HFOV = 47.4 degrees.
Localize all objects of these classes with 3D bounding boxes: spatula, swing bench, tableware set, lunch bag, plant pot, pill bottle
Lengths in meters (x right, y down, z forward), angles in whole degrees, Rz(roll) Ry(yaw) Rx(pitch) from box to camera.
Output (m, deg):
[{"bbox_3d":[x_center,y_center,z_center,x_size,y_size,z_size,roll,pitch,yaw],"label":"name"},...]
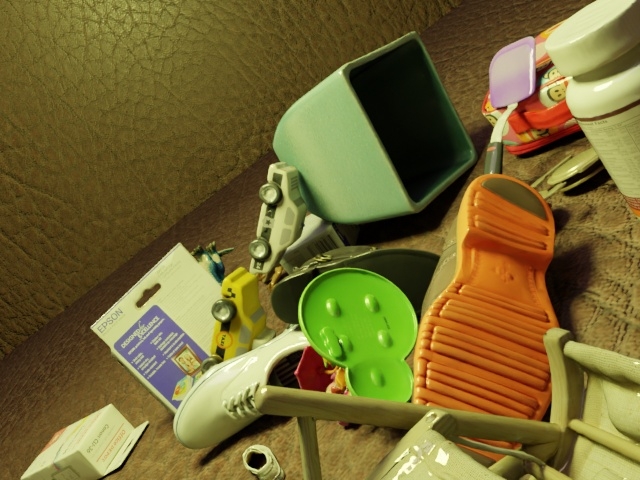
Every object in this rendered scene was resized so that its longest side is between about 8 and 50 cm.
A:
[{"bbox_3d":[0.256,-0.152,1.032,0.084,0.030,0.296,-12,56,51],"label":"spatula"},{"bbox_3d":[0.122,0.167,0.405,0.255,0.165,0.253,-8,6,-18],"label":"swing bench"},{"bbox_3d":[0.295,-0.055,0.920,0.194,0.039,0.128,-36,3,-14],"label":"tableware set"},{"bbox_3d":[0.392,-0.247,1.087,0.293,0.120,0.258,-21,24,44],"label":"lunch bag"},{"bbox_3d":[0.068,-0.165,1.245,0.252,0.247,0.247,-20,12,43],"label":"plant pot"},{"bbox_3d":[0.323,-0.130,0.726,0.121,0.221,0.121,-35,16,11],"label":"pill bottle"}]

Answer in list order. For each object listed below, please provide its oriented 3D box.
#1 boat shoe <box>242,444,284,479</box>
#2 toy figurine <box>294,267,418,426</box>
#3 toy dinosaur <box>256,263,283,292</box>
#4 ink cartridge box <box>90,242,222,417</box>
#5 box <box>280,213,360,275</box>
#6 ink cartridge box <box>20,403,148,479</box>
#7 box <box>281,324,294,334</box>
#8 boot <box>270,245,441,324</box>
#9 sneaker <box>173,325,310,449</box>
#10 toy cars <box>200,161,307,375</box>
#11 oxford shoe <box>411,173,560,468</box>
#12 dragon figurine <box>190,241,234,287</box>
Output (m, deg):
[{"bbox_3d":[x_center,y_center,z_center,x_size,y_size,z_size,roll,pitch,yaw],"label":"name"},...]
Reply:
[{"bbox_3d":[-0.074,0.257,0.853,0.035,0.035,0.100,-42,17,-11],"label":"boat shoe"},{"bbox_3d":[0.030,0.146,0.809,0.130,0.173,0.159,-6,-38,-20],"label":"toy figurine"},{"bbox_3d":[-0.093,0.051,1.408,0.112,0.064,0.211,-71,3,-45],"label":"toy dinosaur"},{"bbox_3d":[-0.229,0.146,1.181,0.206,0.208,0.045,-47,11,-31],"label":"ink cartridge box"},{"bbox_3d":[0.000,0.000,1.335,0.126,0.072,0.137,-29,19,23],"label":"box"},{"bbox_3d":[-0.394,0.351,1.226,0.198,0.067,0.115,-29,18,27],"label":"ink cartridge box"},{"bbox_3d":[-0.012,0.126,1.101,0.081,0.028,0.136,-18,23,50],"label":"box"},{"bbox_3d":[0.062,0.041,1.027,0.263,0.091,0.229,-7,9,15],"label":"boot"},{"bbox_3d":[-0.085,0.191,0.953,0.258,0.094,0.091,-37,11,1],"label":"sneaker"},{"bbox_3d":[-0.086,0.056,1.154,0.176,0.087,0.393,88,-162,-61],"label":"toy cars"},{"bbox_3d":[0.156,0.094,0.725,0.132,0.130,0.363,111,-176,-47],"label":"oxford shoe"},{"bbox_3d":[-0.221,0.084,1.556,0.085,0.144,0.289,-38,-3,6],"label":"dragon figurine"}]
